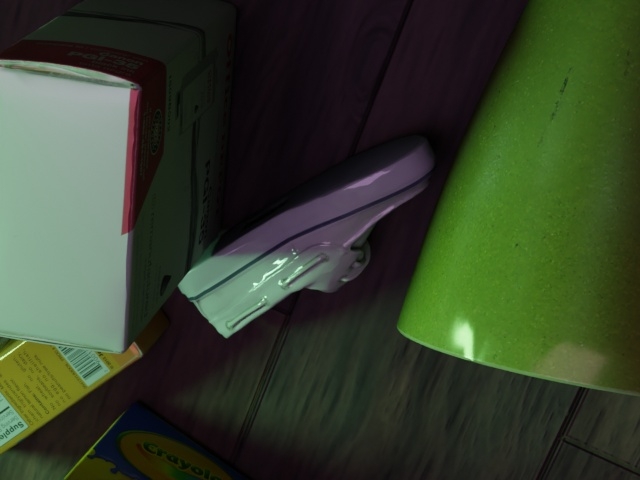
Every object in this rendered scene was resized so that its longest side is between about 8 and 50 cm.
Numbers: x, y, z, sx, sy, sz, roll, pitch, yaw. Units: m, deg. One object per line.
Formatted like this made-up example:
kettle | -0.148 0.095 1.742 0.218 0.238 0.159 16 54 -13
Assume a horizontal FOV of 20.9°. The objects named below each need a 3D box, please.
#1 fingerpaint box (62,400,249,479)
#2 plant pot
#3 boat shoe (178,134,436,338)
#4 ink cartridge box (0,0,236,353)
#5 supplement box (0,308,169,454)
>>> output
fingerpaint box | -0.071 0.379 1.396 0.445 0.371 0.163 35 116 3
plant pot | 0.214 -0.056 1.245 0.275 0.275 0.293 11 95 12
boat shoe | 0.000 0.000 1.407 0.258 0.095 0.084 -28 103 33
ink cartridge box | -0.155 -0.066 1.316 0.117 0.283 0.207 9 111 9
supplement box | -0.247 0.116 1.516 0.233 0.078 0.080 -33 99 23
